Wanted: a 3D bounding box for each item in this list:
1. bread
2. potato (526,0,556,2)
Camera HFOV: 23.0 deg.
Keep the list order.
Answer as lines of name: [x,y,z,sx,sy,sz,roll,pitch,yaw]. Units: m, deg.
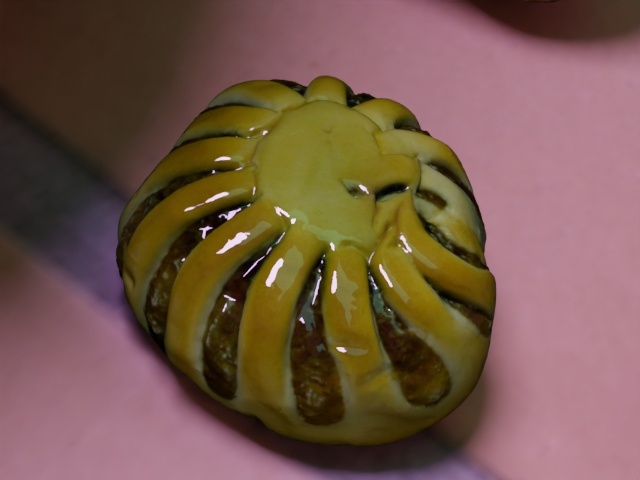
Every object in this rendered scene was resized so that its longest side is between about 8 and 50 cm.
bread: [0.000,0.000,0.524,0.130,0.071,0.139,20,45,4]
potato: [0.059,-0.186,0.679,0.157,0.157,0.194,-31,78,-38]
